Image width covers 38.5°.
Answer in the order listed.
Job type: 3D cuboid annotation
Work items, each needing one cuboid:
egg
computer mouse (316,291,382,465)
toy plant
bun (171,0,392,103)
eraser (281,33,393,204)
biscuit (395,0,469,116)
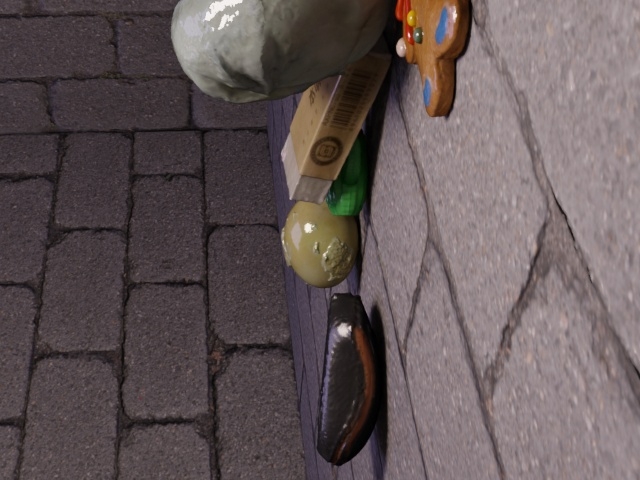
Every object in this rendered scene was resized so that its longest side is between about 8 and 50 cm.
[{"bbox_3d":[0.004,0.000,1.901,0.164,0.164,0.202,-136,40,-80],"label":"egg"},{"bbox_3d":[0.056,0.259,1.713,0.183,0.116,0.323,-147,62,-83],"label":"computer mouse"},{"bbox_3d":[0.051,-0.161,1.742,0.155,0.088,0.240,-102,16,-62],"label":"toy plant"},{"bbox_3d":[-0.040,-0.324,1.365,0.354,0.354,0.194,169,79,-83],"label":"bun"},{"bbox_3d":[0.018,-0.233,1.629,0.144,0.078,0.343,-103,29,-44],"label":"eraser"},{"bbox_3d":[0.131,-0.313,1.214,0.205,0.049,0.324,95,172,-49],"label":"biscuit"}]
